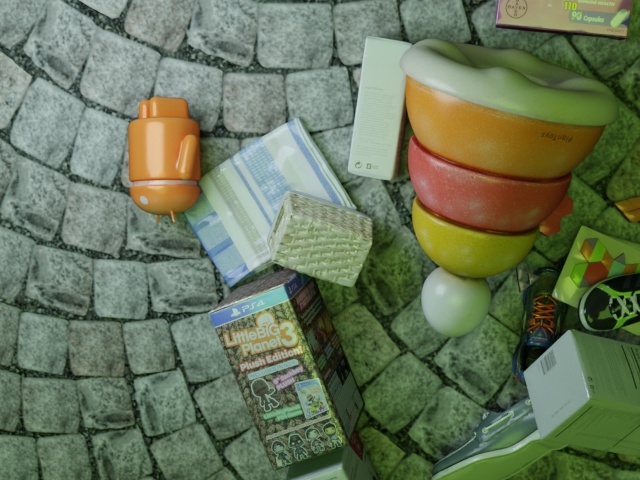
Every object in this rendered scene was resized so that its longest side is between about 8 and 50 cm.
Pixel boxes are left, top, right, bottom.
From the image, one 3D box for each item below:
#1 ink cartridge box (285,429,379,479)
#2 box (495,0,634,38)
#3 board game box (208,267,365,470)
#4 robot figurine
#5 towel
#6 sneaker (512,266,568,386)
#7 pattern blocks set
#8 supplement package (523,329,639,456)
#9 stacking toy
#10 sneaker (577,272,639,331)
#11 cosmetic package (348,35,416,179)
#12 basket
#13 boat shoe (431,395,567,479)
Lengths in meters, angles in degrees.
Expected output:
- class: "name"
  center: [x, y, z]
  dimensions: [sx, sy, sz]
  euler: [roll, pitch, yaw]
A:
- class: "ink cartridge box"
  center: [0.050, 0.484, 1.950]
  dimensions: [0.114, 0.197, 0.273]
  euler: [-21, 103, 11]
- class: "box"
  center: [0.406, -0.458, 1.806]
  dimensions: [0.213, 0.117, 0.243]
  euler: [8, 99, 8]
- class: "board game box"
  center: [-0.051, 0.209, 1.922]
  dimensions: [0.141, 0.232, 0.291]
  euler: [-21, 94, 12]
- class: "robot figurine"
  center: [-0.273, -0.139, 1.948]
  dimensions: [0.158, 0.128, 0.219]
  euler: [-1, 90, 17]
- class: "towel"
  center: [-0.101, -0.066, 1.989]
  dimensions: [0.285, 0.034, 0.209]
  euler: [-31, 92, 12]
- class: "sneaker"
  center: [0.383, 0.154, 1.918]
  dimensions: [0.083, 0.087, 0.221]
  euler: [7, 100, 7]
- class: "pattern blocks set"
  center: [0.492, 0.062, 1.880]
  dimensions: [0.324, 0.026, 0.286]
  euler: [9, 86, -2]
- class: "supplement package"
  center: [0.482, 0.257, 1.824]
  dimensions: [0.244, 0.134, 0.139]
  euler: [14, 136, -24]
- class: "stacking toy"
  center: [0.251, -0.063, 1.801]
  dimensions: [0.350, 0.350, 0.480]
  euler: [16, 109, 6]
- class: "sneaker"
  center: [0.536, 0.086, 1.817]
  dimensions: [0.234, 0.097, 0.084]
  euler: [-18, 87, -4]
- class: "cosmetic package"
  center: [0.107, -0.227, 1.890]
  dimensions: [0.085, 0.117, 0.231]
  euler: [10, 101, 7]
- class: "basket"
  center: [0.000, 0.000, 1.914]
  dimensions: [0.167, 0.103, 0.113]
  euler: [19, 112, -9]
- class: "boat shoe"
  center: [0.332, 0.346, 1.969]
  dimensions: [0.319, 0.116, 0.099]
  euler: [-31, 50, 19]
